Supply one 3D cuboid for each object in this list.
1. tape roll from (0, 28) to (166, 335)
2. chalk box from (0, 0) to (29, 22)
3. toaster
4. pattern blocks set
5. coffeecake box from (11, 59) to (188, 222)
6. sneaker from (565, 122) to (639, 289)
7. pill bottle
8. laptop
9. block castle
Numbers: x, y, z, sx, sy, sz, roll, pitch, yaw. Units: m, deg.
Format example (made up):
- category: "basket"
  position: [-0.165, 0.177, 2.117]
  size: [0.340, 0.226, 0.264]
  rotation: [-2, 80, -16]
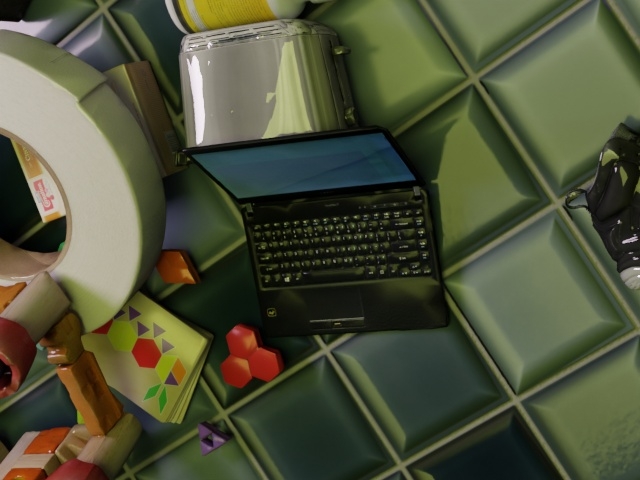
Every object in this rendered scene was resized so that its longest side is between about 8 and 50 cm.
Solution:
- category: "tape roll"
  position: [-0.369, -0.058, 1.435]
  size: [0.392, 0.072, 0.392]
  rotation: [10, 121, 18]
- category: "chalk box"
  position: [-0.404, -0.425, 1.411]
  size: [0.179, 0.180, 0.289]
  rotation: [34, 108, 11]
- category: "toaster"
  position: [-0.070, -0.168, 1.367]
  size: [0.227, 0.129, 0.146]
  rotation: [-5, 94, 23]
- category: "pattern blocks set"
  position: [-0.227, 0.136, 1.527]
  size: [0.325, 0.026, 0.285]
  rotation: [41, 112, 9]
- category: "coffeecake box"
  position: [-0.276, -0.120, 1.477]
  size: [0.185, 0.068, 0.142]
  rotation: [-19, 95, 22]
- category: "sneaker"
  position: [0.377, -0.079, 1.233]
  size: [0.153, 0.101, 0.268]
  rotation: [48, 114, 3]
- category: "pill bottle"
  position: [-0.077, -0.293, 1.357]
  size: [0.184, 0.103, 0.103]
  rotation: [-5, 98, 20]
- category: "laptop"
  position: [0.000, 0.000, 1.352]
  size: [0.234, 0.136, 0.264]
  rotation: [-5, 104, 21]
- category: "block castle"
  position: [-0.477, 0.227, 1.475]
  size: [0.453, 0.213, 0.303]
  rotation: [-8, 120, 26]
